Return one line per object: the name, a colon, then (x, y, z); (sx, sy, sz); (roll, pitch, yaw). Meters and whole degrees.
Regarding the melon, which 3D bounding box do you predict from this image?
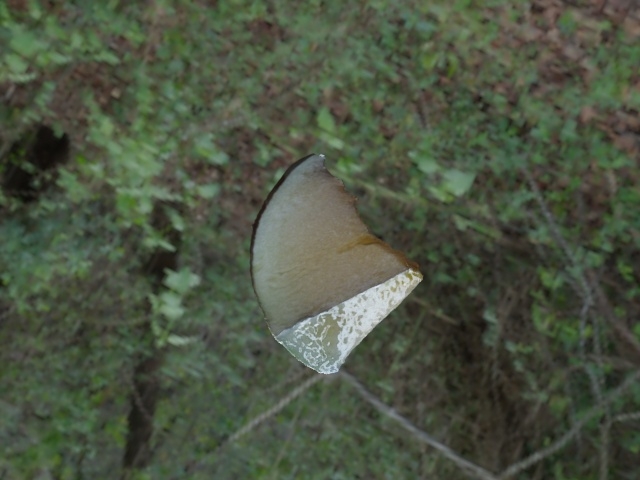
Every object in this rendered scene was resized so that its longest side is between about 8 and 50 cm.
melon: (-0.005, 0.006, 0.815); (0.054, 0.098, 0.182); (46, -175, -35)
